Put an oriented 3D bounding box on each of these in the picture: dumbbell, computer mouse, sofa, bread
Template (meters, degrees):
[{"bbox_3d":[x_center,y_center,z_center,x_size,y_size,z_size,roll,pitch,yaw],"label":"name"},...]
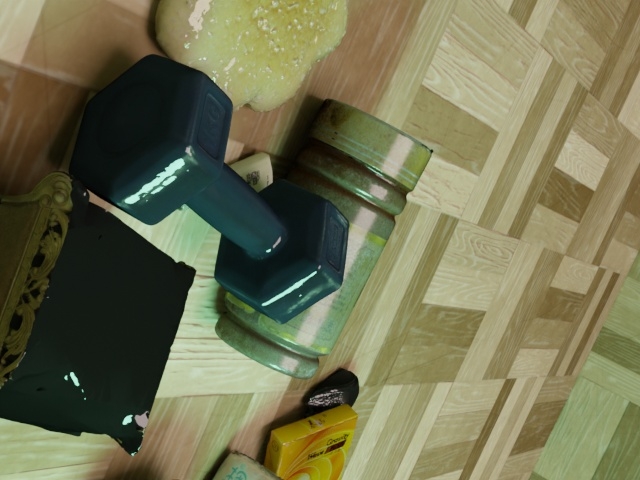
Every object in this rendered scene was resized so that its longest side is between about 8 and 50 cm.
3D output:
[{"bbox_3d":[-0.097,-0.040,0.926,0.156,0.143,0.316,-34,141,11],"label":"dumbbell"},{"bbox_3d":[0.024,0.257,1.495,0.135,0.047,0.079,-17,127,-48],"label":"computer mouse"},{"bbox_3d":[-0.260,0.065,0.840,0.258,0.182,0.200,45,57,-59],"label":"sofa"},{"bbox_3d":[-0.049,-0.269,0.961,0.316,0.054,0.316,-39,144,-37],"label":"bread"}]

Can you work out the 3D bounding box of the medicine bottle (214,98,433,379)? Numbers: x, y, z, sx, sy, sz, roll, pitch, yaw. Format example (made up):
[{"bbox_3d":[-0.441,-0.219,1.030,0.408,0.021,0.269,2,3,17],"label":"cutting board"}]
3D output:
[{"bbox_3d":[0.000,0.000,1.149,0.151,0.151,0.322,25,93,-60],"label":"medicine bottle"}]

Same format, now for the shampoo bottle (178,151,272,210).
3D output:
[{"bbox_3d":[-0.110,-0.060,1.053,0.141,0.034,0.049,-26,139,-44],"label":"shampoo bottle"}]

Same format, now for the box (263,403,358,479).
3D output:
[{"bbox_3d":[-0.032,0.392,1.482,0.152,0.043,0.269,-13,127,-38],"label":"box"}]

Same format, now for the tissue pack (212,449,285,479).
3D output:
[{"bbox_3d":[-0.114,0.462,1.296,0.271,0.201,0.124,-56,156,-11],"label":"tissue pack"}]
